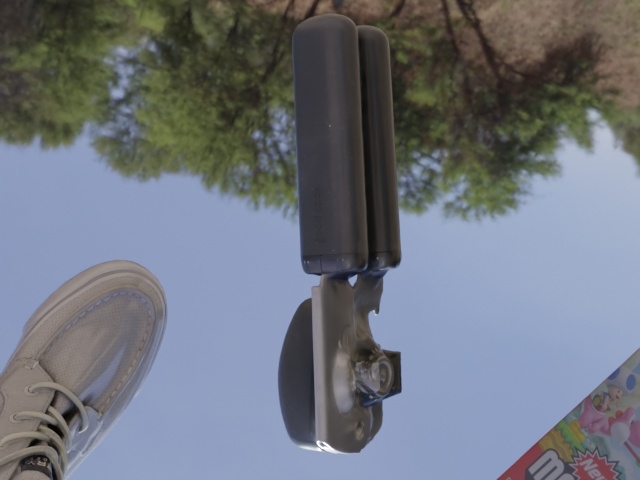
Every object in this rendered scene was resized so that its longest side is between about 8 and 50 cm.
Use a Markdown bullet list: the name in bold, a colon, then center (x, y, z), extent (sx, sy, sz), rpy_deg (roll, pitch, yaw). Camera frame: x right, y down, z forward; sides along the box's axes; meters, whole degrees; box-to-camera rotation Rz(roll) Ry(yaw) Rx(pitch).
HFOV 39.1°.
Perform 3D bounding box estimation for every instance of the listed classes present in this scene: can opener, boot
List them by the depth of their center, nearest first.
- **boot**: center (-0.170, 0.129, 0.557), extent (0.095, 0.258, 0.123), rpy_deg (39, 168, -25)
- **can opener**: center (0.000, 0.000, 0.597), extent (0.095, 0.284, 0.076), rpy_deg (-4, 177, 36)

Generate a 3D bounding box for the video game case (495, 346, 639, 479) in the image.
- **video game case**: center (0.250, 0.187, 0.626), extent (0.025, 0.285, 0.204), rpy_deg (16, -147, -44)
